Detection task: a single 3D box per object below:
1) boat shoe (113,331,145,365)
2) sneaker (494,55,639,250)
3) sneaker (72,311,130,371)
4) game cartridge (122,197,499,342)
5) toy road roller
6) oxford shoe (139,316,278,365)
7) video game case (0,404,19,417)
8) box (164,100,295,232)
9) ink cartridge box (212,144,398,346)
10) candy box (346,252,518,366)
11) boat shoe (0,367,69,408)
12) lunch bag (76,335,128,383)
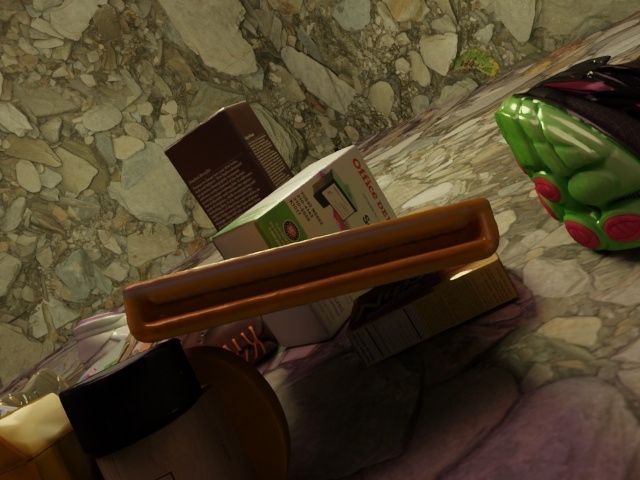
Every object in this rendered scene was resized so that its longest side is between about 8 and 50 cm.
[{"bbox_3d":[-0.266,0.194,0.864,0.089,0.104,0.285,-9,44,30],"label":"boat shoe"},{"bbox_3d":[0.331,-0.143,0.658,0.202,0.185,0.483,-32,12,23],"label":"sneaker"},{"bbox_3d":[-0.379,0.218,1.236,0.305,0.152,0.114,-13,-9,-14],"label":"sneaker"},{"bbox_3d":[-0.010,0.035,0.564,0.285,0.052,0.323,-14,-5,-3],"label":"game cartridge"},{"bbox_3d":[-0.185,0.219,0.498,0.330,0.202,0.240,-26,0,4],"label":"toy road roller"},{"bbox_3d":[-0.151,0.155,0.841,0.133,0.130,0.363,-8,30,34],"label":"oxford shoe"},{"bbox_3d":[-0.442,0.305,0.734,0.201,0.023,0.183,-6,38,32],"label":"video game case"},{"bbox_3d":[-0.163,-0.105,1.287,0.191,0.381,0.143,-27,12,26],"label":"box"},{"bbox_3d":[0.000,0.000,0.877,0.117,0.201,0.278,-20,16,43],"label":"ink cartridge box"},{"bbox_3d":[0.125,0.067,0.649,0.187,0.053,0.109,-28,11,15],"label":"candy box"},{"bbox_3d":[-0.681,0.403,1.245,0.116,0.123,0.324,-39,5,4],"label":"boat shoe"},{"bbox_3d":[-0.303,0.210,1.042,0.224,0.107,0.279,-25,14,39],"label":"lunch bag"}]
